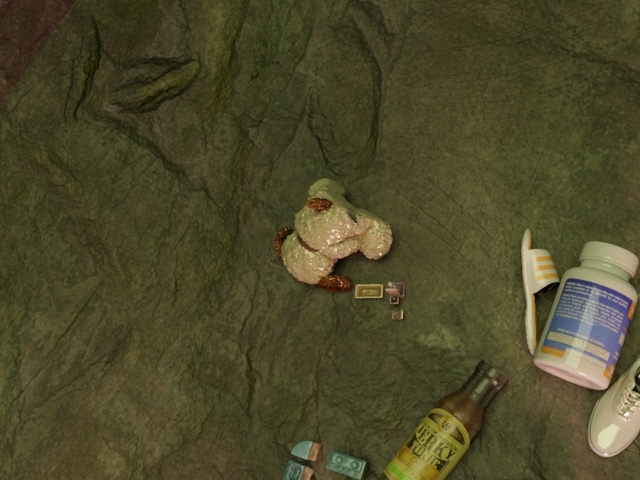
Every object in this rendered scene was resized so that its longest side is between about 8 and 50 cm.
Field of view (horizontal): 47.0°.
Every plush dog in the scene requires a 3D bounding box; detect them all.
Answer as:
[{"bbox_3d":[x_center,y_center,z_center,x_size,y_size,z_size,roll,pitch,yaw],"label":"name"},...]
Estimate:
[{"bbox_3d":[0.000,0.000,1.709,0.262,0.211,0.225,40,113,28],"label":"plush dog"}]

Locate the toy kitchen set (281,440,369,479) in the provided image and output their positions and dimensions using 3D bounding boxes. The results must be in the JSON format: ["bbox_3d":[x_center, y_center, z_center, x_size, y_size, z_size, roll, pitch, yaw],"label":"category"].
[{"bbox_3d":[-0.010,0.536,1.540,0.166,0.122,0.207,14,77,22],"label":"toy kitchen set"}]

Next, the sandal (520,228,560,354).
[{"bbox_3d":[0.466,0.107,1.552,0.076,0.102,0.265,-4,79,16],"label":"sandal"}]

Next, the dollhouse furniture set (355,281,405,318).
[{"bbox_3d":[0.127,0.128,1.661,0.114,0.081,0.091,-2,71,18],"label":"dollhouse furniture set"}]

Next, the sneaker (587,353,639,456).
[{"bbox_3d":[0.604,0.303,1.432,0.094,0.091,0.258,31,83,25],"label":"sneaker"}]

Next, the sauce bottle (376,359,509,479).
[{"bbox_3d":[0.254,0.397,1.508,0.111,0.111,0.344,35,85,26],"label":"sauce bottle"}]

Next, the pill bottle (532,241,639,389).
[{"bbox_3d":[0.542,0.146,1.476,0.152,0.152,0.272,19,79,24],"label":"pill bottle"}]
